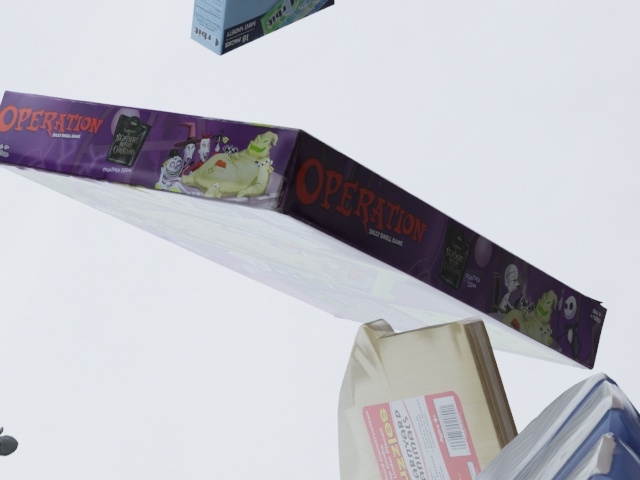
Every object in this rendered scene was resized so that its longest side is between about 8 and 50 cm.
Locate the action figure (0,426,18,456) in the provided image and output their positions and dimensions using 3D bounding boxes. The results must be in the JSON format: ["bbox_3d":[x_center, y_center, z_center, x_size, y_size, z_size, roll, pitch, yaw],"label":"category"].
[{"bbox_3d":[-0.276,0.115,1.233,0.063,0.137,0.232,-25,-15,-3],"label":"action figure"}]

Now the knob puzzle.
[{"bbox_3d":[0.058,0.124,0.731,0.030,0.213,0.213,-16,-61,-22],"label":"knob puzzle"}]

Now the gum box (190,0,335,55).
[{"bbox_3d":[-0.038,-0.270,1.469,0.157,0.041,0.184,-31,-37,-42],"label":"gum box"}]

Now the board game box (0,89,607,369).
[{"bbox_3d":[0.000,0.000,0.974,0.347,0.208,0.056,27,-107,-53],"label":"board game box"}]

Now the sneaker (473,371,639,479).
[{"bbox_3d":[0.099,0.142,0.316,0.127,0.182,0.315,-53,2,15],"label":"sneaker"}]
